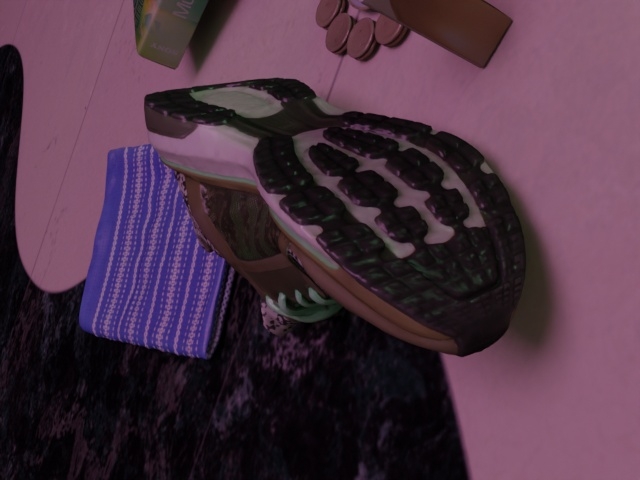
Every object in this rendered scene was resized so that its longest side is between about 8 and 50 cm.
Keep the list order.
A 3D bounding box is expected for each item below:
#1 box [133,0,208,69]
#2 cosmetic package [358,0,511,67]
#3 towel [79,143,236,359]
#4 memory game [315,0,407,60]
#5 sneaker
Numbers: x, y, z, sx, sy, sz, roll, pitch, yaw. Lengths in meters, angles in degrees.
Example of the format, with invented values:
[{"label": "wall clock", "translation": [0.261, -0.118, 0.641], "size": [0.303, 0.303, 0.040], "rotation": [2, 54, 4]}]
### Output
[{"label": "box", "translation": [-0.138, -0.393, 0.984], "size": [0.322, 0.058, 0.232], "rotation": [-59, 29, 31]}, {"label": "cosmetic package", "translation": [0.069, -0.167, 0.583], "size": [0.041, 0.115, 0.060], "rotation": [-59, 38, 19]}, {"label": "towel", "translation": [-0.183, -0.004, 0.943], "size": [0.336, 0.040, 0.243], "rotation": [-1, 76, 55]}, {"label": "memory game", "translation": [0.055, -0.243, 0.729], "size": [0.186, 0.012, 0.186], "rotation": [-28, 53, 47]}, {"label": "sneaker", "translation": [0.000, 0.000, 0.639], "size": [0.410, 0.158, 0.182], "rotation": [38, 138, 52]}]
